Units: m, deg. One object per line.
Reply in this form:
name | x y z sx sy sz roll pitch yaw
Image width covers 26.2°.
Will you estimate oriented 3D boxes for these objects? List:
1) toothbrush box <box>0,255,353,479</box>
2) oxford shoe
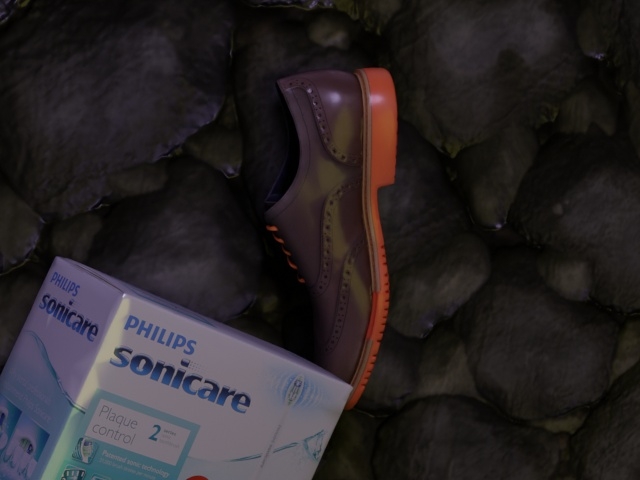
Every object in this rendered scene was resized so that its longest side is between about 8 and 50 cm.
toothbrush box | -0.142 0.190 0.999 0.216 0.126 0.296 27 85 -35
oxford shoe | 0.000 0.000 1.077 0.098 0.097 0.271 0 98 -13
